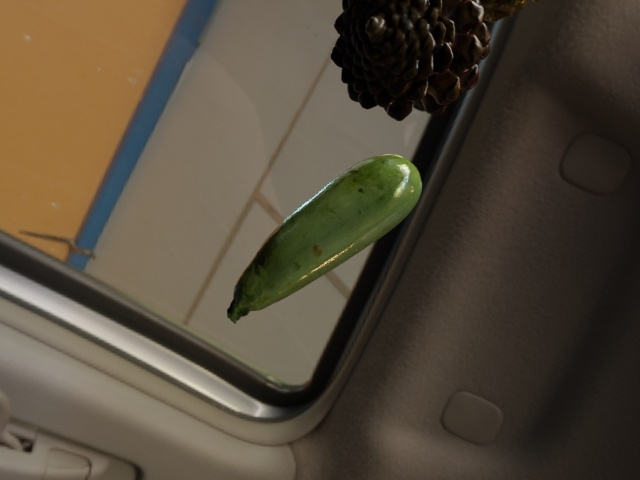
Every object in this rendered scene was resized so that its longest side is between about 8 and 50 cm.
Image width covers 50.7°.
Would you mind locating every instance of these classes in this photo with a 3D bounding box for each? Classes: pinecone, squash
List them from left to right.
[{"bbox_3d":[-0.004,-0.006,1.053,0.370,0.118,0.118,-36,-131,3],"label":"squash"},{"bbox_3d":[0.165,-0.330,1.124,0.264,0.264,0.264,-19,-117,41],"label":"pinecone"}]

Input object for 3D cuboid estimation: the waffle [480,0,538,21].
[{"bbox_3d":[0.341,-0.611,1.354,0.302,0.325,0.068,-34,-172,47],"label":"waffle"}]
